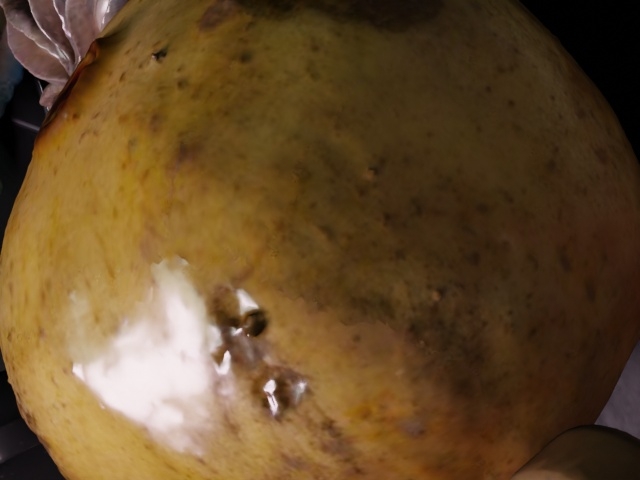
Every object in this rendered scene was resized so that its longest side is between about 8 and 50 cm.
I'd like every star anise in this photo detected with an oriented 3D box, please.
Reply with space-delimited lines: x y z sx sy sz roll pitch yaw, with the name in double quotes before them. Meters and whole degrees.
"star anise" -0.127 -0.117 1.091 0.212 0.073 0.197 -13 106 60

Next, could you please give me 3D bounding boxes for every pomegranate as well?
"pomegranate" 0.000 0.000 0.766 0.281 0.281 0.281 41 146 36

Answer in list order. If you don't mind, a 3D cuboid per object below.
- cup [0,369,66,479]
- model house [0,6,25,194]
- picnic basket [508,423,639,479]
"cup" -0.239 0.178 1.442 0.169 0.176 0.223 61 150 10
"model house" -0.335 -0.109 1.274 0.312 0.245 0.280 20 124 62
"picnic basket" 0.157 0.232 0.661 0.321 0.291 0.254 46 150 13
